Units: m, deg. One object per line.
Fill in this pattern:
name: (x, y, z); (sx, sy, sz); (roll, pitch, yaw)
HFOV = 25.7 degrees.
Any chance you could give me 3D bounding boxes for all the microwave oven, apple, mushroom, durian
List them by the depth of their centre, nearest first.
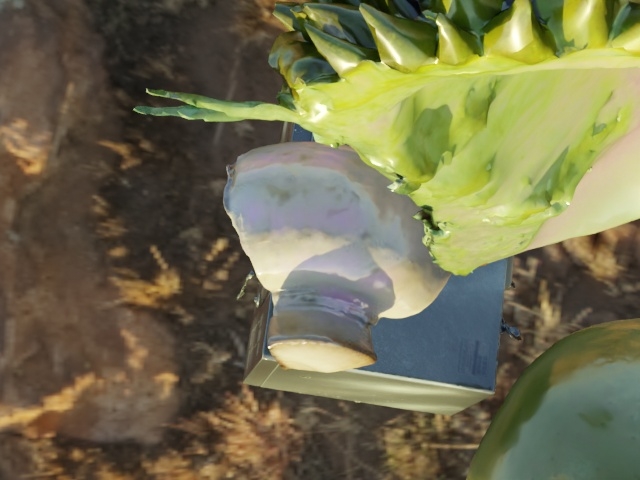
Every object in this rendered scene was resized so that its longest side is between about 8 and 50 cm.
durian: (0.093, -0.051, 0.515); (0.157, 0.355, 0.169); (39, 96, 19)
apple: (0.301, 0.250, 1.232); (0.357, 0.357, 0.357); (-3, 84, 26)
mushroom: (0.020, -0.013, 1.290); (0.173, 0.162, 0.236); (-15, 52, 21)
microwave oven: (0.092, -0.006, 1.915); (0.374, 0.236, 0.432); (10, 75, -6)
